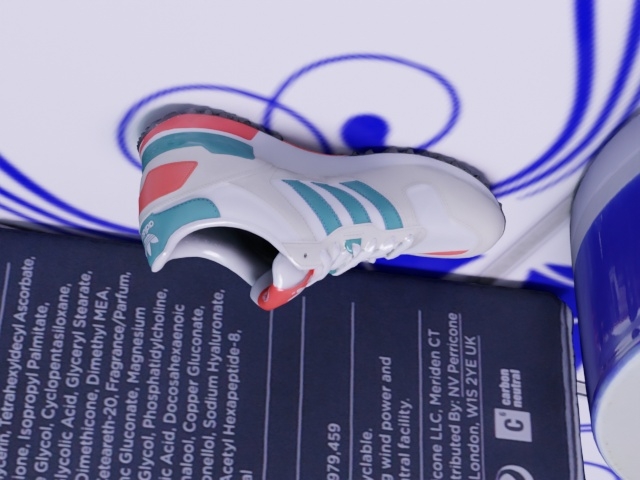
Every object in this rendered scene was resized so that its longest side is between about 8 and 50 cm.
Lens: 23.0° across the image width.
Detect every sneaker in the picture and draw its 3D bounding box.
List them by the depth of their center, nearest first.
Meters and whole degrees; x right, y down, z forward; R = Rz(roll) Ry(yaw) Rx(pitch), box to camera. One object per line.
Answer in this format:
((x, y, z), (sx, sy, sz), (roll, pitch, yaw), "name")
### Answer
((0.000, 0.000, 0.653), (0.161, 0.075, 0.057), (12, 146, -16), "sneaker")

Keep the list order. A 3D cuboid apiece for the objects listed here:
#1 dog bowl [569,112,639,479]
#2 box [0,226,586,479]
((0.241, 0.028, 0.661), (0.265, 0.104, 0.265), (1, 148, 1), "dog bowl")
((-0.101, 0.162, 0.788), (0.396, 0.212, 0.293), (7, 148, -9), "box")
